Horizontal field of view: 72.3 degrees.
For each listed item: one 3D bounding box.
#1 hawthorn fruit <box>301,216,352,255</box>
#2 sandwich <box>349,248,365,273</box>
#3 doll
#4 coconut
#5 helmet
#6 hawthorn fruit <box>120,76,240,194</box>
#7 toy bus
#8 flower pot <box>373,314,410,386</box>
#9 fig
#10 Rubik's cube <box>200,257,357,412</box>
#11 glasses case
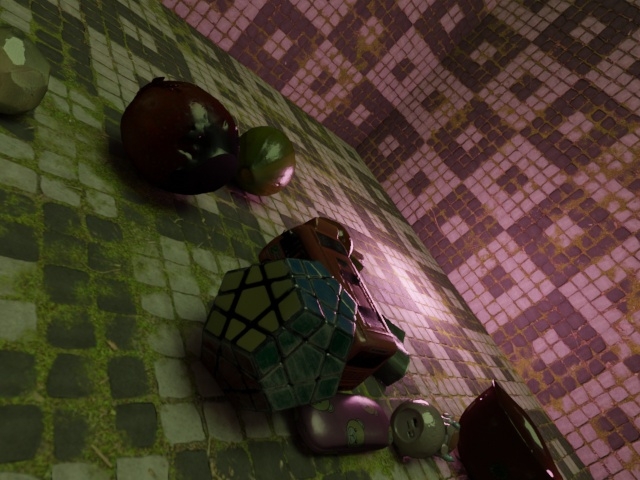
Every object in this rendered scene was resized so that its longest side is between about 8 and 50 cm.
[{"bbox_3d":[0.000,0.000,1.512,0.199,0.199,0.251,37,12,-25],"label":"hawthorn fruit"},{"bbox_3d":[0.094,0.056,1.735,0.163,0.079,0.113,41,19,-12],"label":"sandwich"},{"bbox_3d":[0.297,0.521,1.194,0.287,0.150,0.151,36,21,-46],"label":"doll"},{"bbox_3d":[-0.638,-0.352,0.892,0.161,0.162,0.161,39,22,-19],"label":"coconut"},{"bbox_3d":[0.544,0.630,1.335,0.338,0.230,0.385,57,13,22],"label":"helmet"},{"bbox_3d":[-0.353,-0.254,1.121,0.316,0.316,0.316,40,21,-19],"label":"hawthorn fruit"},{"bbox_3d":[0.004,0.154,1.136,0.203,0.233,0.427,24,31,-46],"label":"toy bus"},{"bbox_3d":[0.208,0.338,1.390,0.108,0.103,0.229,41,21,-12],"label":"flower pot"},{"bbox_3d":[-0.208,-0.270,1.514,0.239,0.239,0.271,45,22,-5],"label":"fig"},{"bbox_3d":[-0.079,0.181,0.859,0.319,0.264,0.319,38,23,-19],"label":"Rubik's cube"},{"bbox_3d":[0.059,0.410,0.988,0.316,0.076,0.123,26,29,-45],"label":"glasses case"}]
